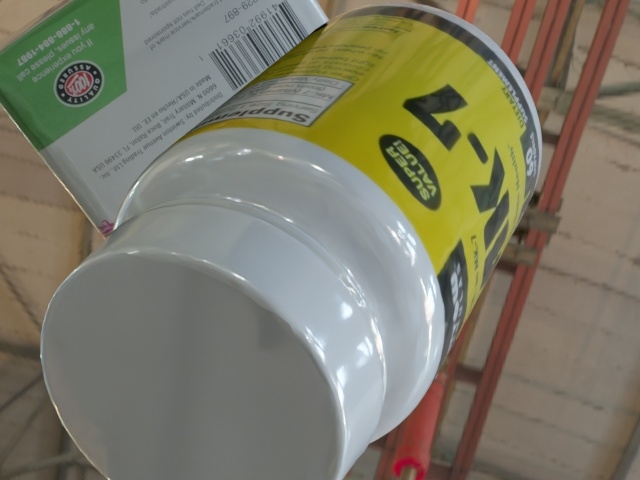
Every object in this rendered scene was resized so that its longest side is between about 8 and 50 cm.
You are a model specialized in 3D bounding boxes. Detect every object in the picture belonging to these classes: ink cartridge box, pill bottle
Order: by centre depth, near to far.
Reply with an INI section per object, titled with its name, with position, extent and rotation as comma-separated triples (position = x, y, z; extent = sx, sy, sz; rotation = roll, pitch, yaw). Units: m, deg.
[pill bottle]
position = 0.000, 0.000, 0.418
extent = 0.119, 0.208, 0.119
rotation = 11, -59, 19
[ink cartridge box]
position = -0.051, -0.049, 0.616
extent = 0.154, 0.093, 0.212
rotation = -36, -71, -4
